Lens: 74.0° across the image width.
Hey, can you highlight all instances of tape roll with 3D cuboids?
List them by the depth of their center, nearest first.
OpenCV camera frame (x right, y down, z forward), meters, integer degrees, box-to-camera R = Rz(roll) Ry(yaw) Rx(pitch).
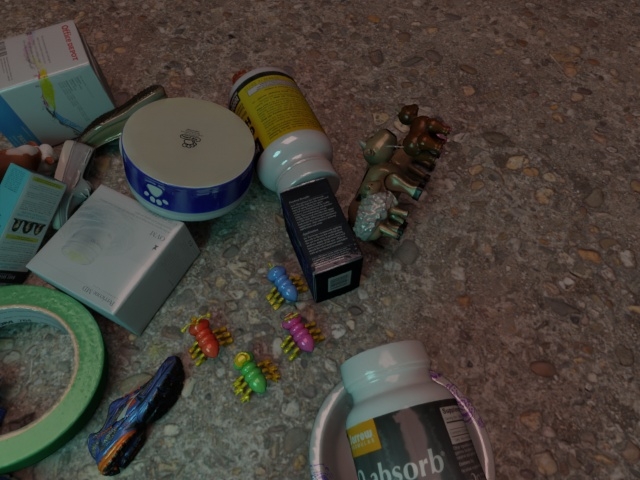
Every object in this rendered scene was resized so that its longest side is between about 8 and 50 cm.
[{"bbox_3d":[-0.561,0.240,0.761,0.321,0.077,0.322,10,56,-14],"label":"tape roll"}]

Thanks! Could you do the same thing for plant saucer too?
[{"bbox_3d":[-0.216,-0.467,1.238,0.083,0.013,0.084,0,61,0],"label":"plant saucer"}]

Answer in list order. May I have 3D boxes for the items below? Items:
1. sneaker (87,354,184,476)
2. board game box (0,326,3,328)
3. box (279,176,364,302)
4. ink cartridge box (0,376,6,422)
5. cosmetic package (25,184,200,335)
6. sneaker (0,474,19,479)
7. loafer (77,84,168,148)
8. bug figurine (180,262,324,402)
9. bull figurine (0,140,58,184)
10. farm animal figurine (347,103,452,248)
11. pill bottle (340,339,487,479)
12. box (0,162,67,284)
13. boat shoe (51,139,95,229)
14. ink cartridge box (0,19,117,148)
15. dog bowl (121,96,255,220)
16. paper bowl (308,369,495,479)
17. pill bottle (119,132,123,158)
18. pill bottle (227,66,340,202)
[{"bbox_3d":[-0.338,0.303,0.775,0.087,0.083,0.221,26,62,20],"label":"sneaker"},{"bbox_3d":[-0.748,0.152,0.873,0.194,0.060,0.194,-24,63,-13],"label":"board game box"},{"bbox_3d":[0.000,0.000,0.898,0.108,0.153,0.207,-19,61,-9],"label":"box"},{"bbox_3d":[-0.693,0.392,0.737,0.185,0.065,0.311,4,63,2],"label":"ink cartridge box"},{"bbox_3d":[-0.421,0.038,0.890,0.223,0.138,0.225,23,65,13],"label":"cosmetic package"},{"bbox_3d":[-0.483,0.506,0.624,0.129,0.147,0.330,-39,68,-19],"label":"sneaker"},{"bbox_3d":[-0.503,-0.299,1.104,0.268,0.092,0.102,-31,37,0],"label":"loafer"},{"bbox_3d":[-0.123,0.175,0.847,0.279,0.072,0.216,-35,66,-18],"label":"bug figurine"},{"bbox_3d":[-0.714,-0.128,0.948,0.101,0.310,0.189,28,103,-6],"label":"bull figurine"},{"bbox_3d":[0.153,-0.151,0.949,0.172,0.330,0.327,25,92,11],"label":"farm animal figurine"},{"bbox_3d":[0.124,0.288,0.562,0.162,0.162,0.279,-13,61,-7],"label":"pill bottle"},{"bbox_3d":[-0.646,-0.031,0.902,0.060,0.100,0.245,23,87,14],"label":"box"},{"bbox_3d":[-0.587,-0.133,1.018,0.081,0.079,0.228,8,71,-23],"label":"boat shoe"},{"bbox_3d":[-0.704,-0.394,1.097,0.269,0.197,0.198,-25,63,-12],"label":"ink cartridge box"},{"bbox_3d":[-0.272,-0.175,0.892,0.264,0.104,0.265,8,54,-11],"label":"dog bowl"},{"bbox_3d":[0.123,0.356,0.700,0.284,0.148,0.285,-1,61,1],"label":"paper bowl"},{"bbox_3d":[-0.386,-0.231,1.055,0.193,0.108,0.108,2,61,1],"label":"pill bottle"},{"bbox_3d":[-0.086,-0.237,1.009,0.187,0.188,0.334,-21,62,-11],"label":"pill bottle"}]
